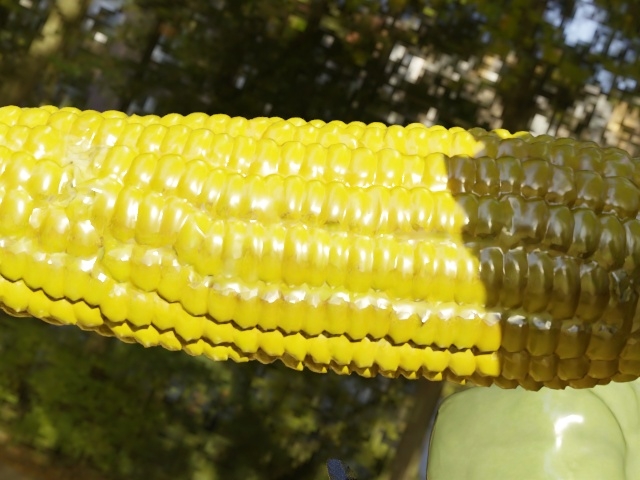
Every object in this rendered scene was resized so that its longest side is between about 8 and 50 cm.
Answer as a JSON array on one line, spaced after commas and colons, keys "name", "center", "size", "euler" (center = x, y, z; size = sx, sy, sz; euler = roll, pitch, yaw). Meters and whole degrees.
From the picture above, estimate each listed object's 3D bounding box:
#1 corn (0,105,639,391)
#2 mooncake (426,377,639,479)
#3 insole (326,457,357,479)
[{"name": "corn", "center": [0.000, 0.000, 0.661], "size": [0.363, 0.120, 0.120], "euler": [7, -10, 4]}, {"name": "mooncake", "center": [0.258, 0.233, 1.331], "size": [0.187, 0.351, 0.351], "euler": [-12, -29, 36]}, {"name": "insole", "center": [0.030, 0.243, 1.221], "size": [0.053, 0.002, 0.153], "euler": [28, 30, -37]}]
